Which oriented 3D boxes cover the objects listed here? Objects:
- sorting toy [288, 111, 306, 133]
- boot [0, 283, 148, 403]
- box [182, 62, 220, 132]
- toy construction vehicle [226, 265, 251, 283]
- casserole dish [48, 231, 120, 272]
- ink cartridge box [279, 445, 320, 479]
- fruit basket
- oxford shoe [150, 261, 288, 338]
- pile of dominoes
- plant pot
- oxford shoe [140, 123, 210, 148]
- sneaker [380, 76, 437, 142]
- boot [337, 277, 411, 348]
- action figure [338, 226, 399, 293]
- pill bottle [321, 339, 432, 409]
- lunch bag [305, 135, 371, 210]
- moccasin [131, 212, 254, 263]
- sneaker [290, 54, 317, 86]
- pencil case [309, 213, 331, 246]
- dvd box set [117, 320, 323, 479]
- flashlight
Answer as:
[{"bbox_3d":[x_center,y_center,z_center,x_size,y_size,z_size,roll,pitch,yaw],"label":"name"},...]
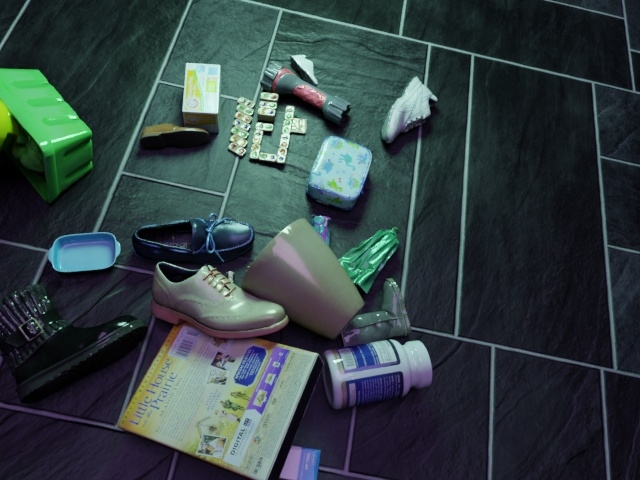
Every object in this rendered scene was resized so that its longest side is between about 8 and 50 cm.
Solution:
[{"bbox_3d":[-0.079,-0.396,1.805,0.062,0.012,0.083,3,66,-5],"label":"sorting toy"},{"bbox_3d":[-0.647,0.214,1.359,0.348,0.131,0.260,-27,71,-19],"label":"boot"},{"bbox_3d":[-0.382,-0.461,1.740,0.114,0.103,0.203,0,64,-8],"label":"box"},{"bbox_3d":[-0.227,0.121,1.525,0.085,0.035,0.098,3,66,-19],"label":"toy construction vehicle"},{"bbox_3d":[-0.653,0.038,1.496,0.188,0.037,0.114,-5,66,-10],"label":"casserole dish"},{"bbox_3d":[-0.125,0.525,1.284,0.231,0.134,0.078,12,64,-3],"label":"ink cartridge box"},{"bbox_3d":[-0.874,-0.292,1.482,0.392,0.283,0.392,11,52,-15],"label":"fruit basket"},{"bbox_3d":[-0.268,0.146,1.360,0.396,0.147,0.140,7,19,18],"label":"oxford shoe"},{"bbox_3d":[-0.194,-0.375,1.755,0.195,0.040,0.251,7,63,0],"label":"pile of dominoes"},{"bbox_3d":[-0.024,0.125,1.428,0.274,0.256,0.256,41,66,10],"label":"plant pot"},{"bbox_3d":[-0.457,-0.340,1.691,0.212,0.076,0.076,-2,54,-10],"label":"oxford shoe"},{"bbox_3d":[0.305,-0.436,1.833,0.129,0.111,0.297,34,65,2],"label":"sneaker"},{"bbox_3d":[0.136,0.213,1.518,0.208,0.076,0.190,-12,65,-7],"label":"boot"},{"bbox_3d":[0.158,0.041,1.600,0.137,0.063,0.232,41,69,14],"label":"action figure"},{"bbox_3d":[0.145,0.343,1.402,0.264,0.153,0.153,-6,66,-11],"label":"pill bottle"},{"bbox_3d":[0.062,-0.210,1.693,0.176,0.090,0.219,19,63,2],"label":"lunch bag"},{"bbox_3d":[-0.353,0.002,1.513,0.341,0.117,0.138,-10,66,-13],"label":"moccasin"},{"bbox_3d":[-0.045,-0.601,1.887,0.061,0.054,0.152,-26,70,-22],"label":"sneaker"},{"bbox_3d":[0.000,0.000,1.593,0.064,0.070,0.152,14,62,-29],"label":"pencil case"},{"bbox_3d":[-0.238,0.368,1.281,0.420,0.062,0.308,8,56,24],"label":"dvd box set"},{"bbox_3d":[-0.051,-0.491,1.809,0.304,0.103,0.103,30,90,6],"label":"flashlight"}]
